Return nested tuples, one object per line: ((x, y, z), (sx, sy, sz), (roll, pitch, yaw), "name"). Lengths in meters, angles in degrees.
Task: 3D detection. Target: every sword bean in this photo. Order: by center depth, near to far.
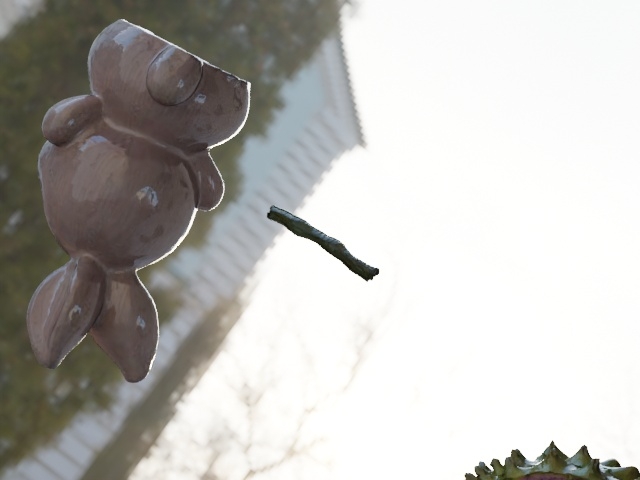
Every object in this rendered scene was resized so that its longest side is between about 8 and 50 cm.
((0.000, 0.000, 0.891), (0.083, 0.012, 0.012), (33, -15, 33), "sword bean")

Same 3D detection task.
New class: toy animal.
((-0.129, -0.026, 0.993), (0.124, 0.213, 0.124), (25, -3, 1), "toy animal")

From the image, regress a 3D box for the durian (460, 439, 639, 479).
((0.140, 0.156, 0.772), (0.187, 0.108, 0.119), (48, 31, 13), "durian")
